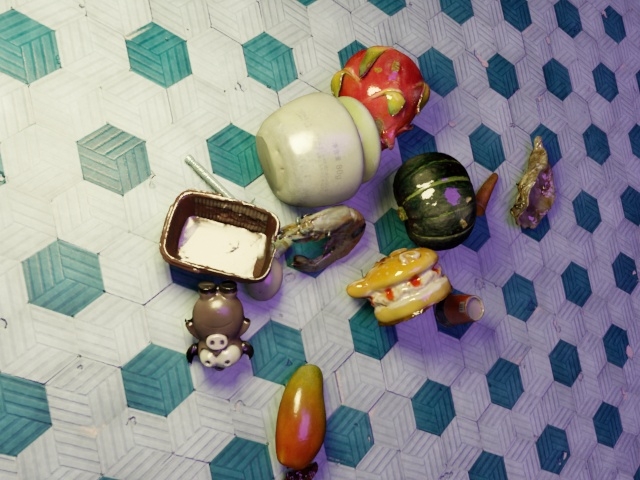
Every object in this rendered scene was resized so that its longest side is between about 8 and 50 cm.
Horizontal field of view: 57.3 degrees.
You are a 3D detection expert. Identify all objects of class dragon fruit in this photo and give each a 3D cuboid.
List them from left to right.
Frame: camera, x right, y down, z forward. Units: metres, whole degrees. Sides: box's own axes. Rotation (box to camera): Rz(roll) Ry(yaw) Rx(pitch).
[{"bbox_3d":[0.172,-0.420,1.820,0.305,0.305,0.226,37,56,-21],"label":"dragon fruit"}]

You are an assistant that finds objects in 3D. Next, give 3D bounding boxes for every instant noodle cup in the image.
[{"bbox_3d":[0.478,0.232,1.992,0.127,0.135,0.127,6,79,-31],"label":"instant noodle cup"}]

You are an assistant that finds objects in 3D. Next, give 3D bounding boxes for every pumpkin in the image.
[{"bbox_3d":[0.367,-0.125,1.882,0.241,0.323,0.324,-19,93,-2],"label":"pumpkin"}]

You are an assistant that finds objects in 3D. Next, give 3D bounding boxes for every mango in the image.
[{"bbox_3d":[-0.055,0.491,1.648,0.146,0.129,0.290,11,68,-27],"label":"mango"}]

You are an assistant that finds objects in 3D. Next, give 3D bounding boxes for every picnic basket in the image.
[{"bbox_3d":[-0.263,0.000,1.555,0.296,0.129,0.223,14,73,-5],"label":"picnic basket"}]

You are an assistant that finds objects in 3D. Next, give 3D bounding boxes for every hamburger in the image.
[{"bbox_3d":[0.240,0.134,1.819,0.302,0.261,0.187,-29,93,11],"label":"hamburger"}]

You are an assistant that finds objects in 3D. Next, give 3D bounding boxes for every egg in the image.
[{"bbox_3d":[-0.158,0.105,1.655,0.103,0.103,0.135,23,69,-26],"label":"egg"}]

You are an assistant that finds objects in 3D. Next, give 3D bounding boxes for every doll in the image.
[{"bbox_3d":[-0.264,0.231,1.539,0.181,0.117,0.258,1,104,-9],"label":"doll"}]

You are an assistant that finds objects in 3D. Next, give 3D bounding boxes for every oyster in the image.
[{"bbox_3d":[0.850,-0.204,2.317,0.204,0.110,0.396,44,62,-37],"label":"oyster"}]

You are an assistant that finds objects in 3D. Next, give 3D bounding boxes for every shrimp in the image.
[{"bbox_3d":[0.000,0.000,1.702,0.360,0.247,0.085,-1,38,-49],"label":"shrimp"}]

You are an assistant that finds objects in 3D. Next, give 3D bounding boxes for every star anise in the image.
[{"bbox_3d":[-0.045,0.682,1.615,0.140,0.144,0.158,39,64,-29],"label":"star anise"}]

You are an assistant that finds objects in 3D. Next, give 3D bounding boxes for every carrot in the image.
[{"bbox_3d":[0.622,-0.184,2.196,0.061,0.061,0.210,44,58,-17],"label":"carrot"}]

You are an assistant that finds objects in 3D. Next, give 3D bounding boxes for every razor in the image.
[{"bbox_3d":[-0.287,-0.154,1.639,0.232,0.106,0.068,45,63,-6],"label":"razor"}]

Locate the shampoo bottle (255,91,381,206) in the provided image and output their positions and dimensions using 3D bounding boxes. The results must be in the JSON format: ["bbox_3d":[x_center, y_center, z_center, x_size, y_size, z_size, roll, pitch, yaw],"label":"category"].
[{"bbox_3d":[-0.011,-0.253,1.672,0.317,0.322,0.323,-22,94,-26],"label":"shampoo bottle"}]

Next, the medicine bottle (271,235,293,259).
[{"bbox_3d":[-0.123,0.022,1.723,0.047,0.047,0.083,50,62,-14],"label":"medicine bottle"}]
